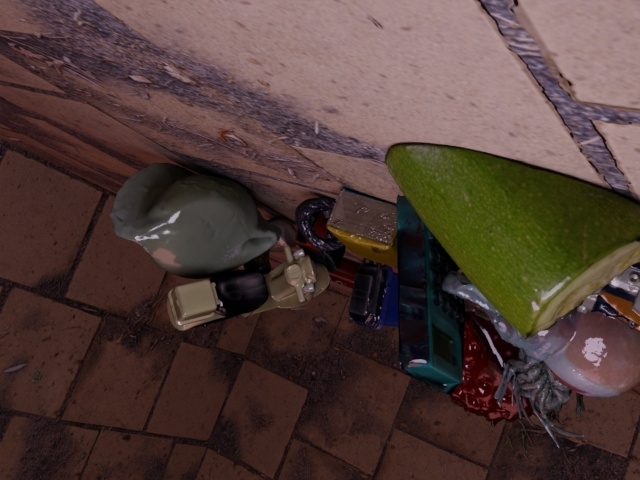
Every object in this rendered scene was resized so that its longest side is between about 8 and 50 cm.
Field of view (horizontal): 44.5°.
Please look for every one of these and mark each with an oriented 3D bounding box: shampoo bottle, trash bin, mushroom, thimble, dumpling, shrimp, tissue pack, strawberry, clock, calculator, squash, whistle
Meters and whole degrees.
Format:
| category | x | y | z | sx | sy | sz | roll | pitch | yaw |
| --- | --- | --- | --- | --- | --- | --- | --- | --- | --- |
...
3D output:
| category | x | y | z | sx | sy | sz | roll | pitch | yaw |
| --- | --- | --- | --- | --- | --- | --- | --- | --- | --- |
| shampoo bottle | 0.090 | 0.103 | 2.337 | 0.314 | 0.076 | 0.118 | 20 | 176 | 19 |
| trash bin | 0.205 | 0.142 | 1.974 | 0.235 | 0.183 | 0.162 | 12 | 178 | -21 |
| mushroom | -0.106 | -0.014 | 1.981 | 0.097 | 0.088 | 0.212 | -4 | 179 | -3 |
| thimble | 0.005 | -0.030 | 1.435 | 0.105 | 0.095 | 0.066 | 14 | 178 | -16 |
| dumpling | -0.245 | -0.054 | 1.662 | 0.212 | 0.269 | 0.321 | -9 | 147 | 33 |
| shrimp | 0.435 | 0.237 | 1.496 | 0.222 | 0.410 | 0.166 | -12 | -154 | 8 |
| tissue pack | 0.089 | -0.016 | 1.325 | 0.120 | 0.082 | 0.169 | 19 | 173 | 16 |
| strawberry | 0.385 | 0.226 | 1.762 | 0.345 | 0.295 | 0.317 | 59 | 170 | -12 |
| clock | -0.137 | 0.108 | 1.679 | 0.379 | 0.120 | 0.276 | -16 | 171 | -18 |
| calculator | 0.170 | 0.080 | 1.168 | 0.058 | 0.273 | 0.248 | -5 | 162 | 20 |
| squash | 0.200 | -0.059 | 0.844 | 0.111 | 0.203 | 0.288 | 30 | -155 | -56 |
| whistle | 0.327 | 0.121 | 1.089 | 0.348 | 0.189 | 0.189 | 14 | 175 | -10 |

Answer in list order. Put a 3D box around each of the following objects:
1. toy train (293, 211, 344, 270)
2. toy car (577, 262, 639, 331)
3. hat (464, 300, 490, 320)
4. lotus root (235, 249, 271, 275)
| category | x | y | z | sx | sy | sz | roll | pitch | yaw |
| --- | --- | --- | --- | --- | --- | --- | --- | --- | --- |
| toy train | 0.000 | 0.000 | 1.738 | 0.089 | 0.086 | 0.409 | 23 | 174 | 9 |
| toy car | 0.343 | 0.052 | 0.929 | 0.301 | 0.117 | 0.193 | 18 | 178 | 17 |
| hat | 0.375 | 0.106 | 1.258 | 0.287 | 0.107 | 0.236 | 19 | 155 | -12 |
| lotus root | -0.219 | -0.014 | 1.877 | 0.309 | 0.173 | 0.173 | 35 | -179 | 29 |
